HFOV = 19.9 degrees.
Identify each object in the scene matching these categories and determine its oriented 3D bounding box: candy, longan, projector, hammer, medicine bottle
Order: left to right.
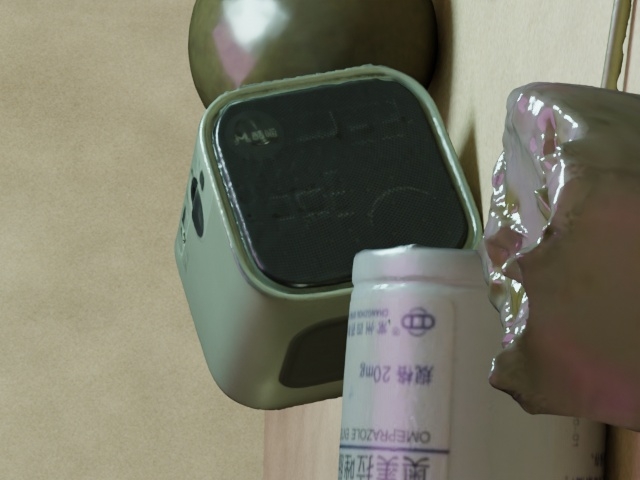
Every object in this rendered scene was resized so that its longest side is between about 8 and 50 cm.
[{"bbox_3d":[-0.008,-0.217,2.034,0.297,0.297,0.297,-175,90,-82],"label":"longan"},{"bbox_3d":[0.000,0.000,1.844,0.249,0.248,0.248,108,147,-59],"label":"projector"},{"bbox_3d":[0.106,0.177,1.300,0.190,0.190,0.332,147,127,-80],"label":"medicine bottle"},{"bbox_3d":[0.210,-0.098,1.344,0.060,0.028,0.195,-95,14,-83],"label":"hammer"},{"bbox_3d":[0.178,0.013,0.913,0.185,0.195,0.137,-93,15,-68],"label":"candy"}]
